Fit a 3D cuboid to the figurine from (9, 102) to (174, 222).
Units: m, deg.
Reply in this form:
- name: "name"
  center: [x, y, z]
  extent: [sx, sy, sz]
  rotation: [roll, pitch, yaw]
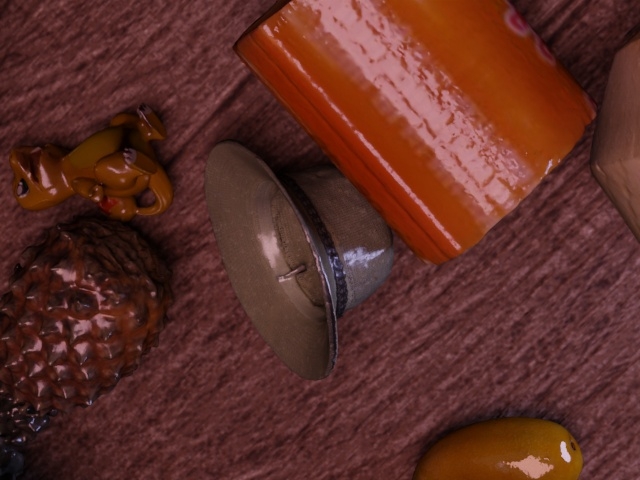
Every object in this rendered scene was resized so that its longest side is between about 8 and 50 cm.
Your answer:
- name: "figurine"
  center: [-0.230, -0.061, 1.965]
  extent: [0.176, 0.121, 0.122]
  rotation: [-9, 135, 22]

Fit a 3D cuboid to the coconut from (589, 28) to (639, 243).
- name: "coconut"
  center: [0.373, -0.104, 1.804]
  extent: [0.259, 0.259, 0.259]
  rotation: [2, 108, 5]

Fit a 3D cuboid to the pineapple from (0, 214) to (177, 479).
- name: "pineapple"
  center: [-0.288, 0.138, 1.998]
  extent: [0.175, 0.175, 0.361]
  rotation: [30, 118, -4]

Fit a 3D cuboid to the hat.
- name: "hat"
  center: [0.000, 0.000, 1.916]
  extent: [0.130, 0.257, 0.257]
  rotation: [-22, 107, -21]

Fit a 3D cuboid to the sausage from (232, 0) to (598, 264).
- name: "sausage"
  center: [0.092, -0.153, 1.824]
  extent: [0.233, 0.233, 0.287]
  rotation: [-38, 100, 15]

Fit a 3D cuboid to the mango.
- name: "mango"
  center: [0.183, 0.235, 2.015]
  extent: [0.184, 0.085, 0.102]
  rotation: [-10, 111, 19]
